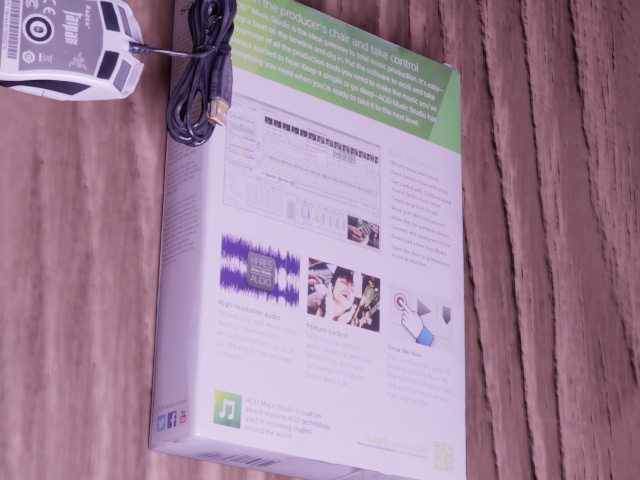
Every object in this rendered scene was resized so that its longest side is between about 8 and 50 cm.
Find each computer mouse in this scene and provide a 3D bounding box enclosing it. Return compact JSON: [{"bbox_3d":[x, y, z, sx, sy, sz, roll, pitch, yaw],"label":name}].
[{"bbox_3d":[-0.145,-0.119,0.938,0.193,0.042,0.106,8,74,-22],"label":"computer mouse"}]

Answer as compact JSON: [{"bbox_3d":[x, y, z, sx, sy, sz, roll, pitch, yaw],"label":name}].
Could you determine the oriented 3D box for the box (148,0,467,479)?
[{"bbox_3d":[0.000,0.000,1.038,0.232,0.058,0.322,18,65,-37],"label":"box"}]
